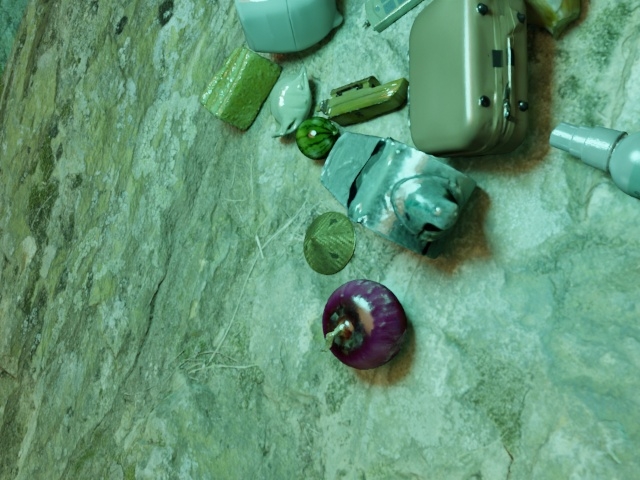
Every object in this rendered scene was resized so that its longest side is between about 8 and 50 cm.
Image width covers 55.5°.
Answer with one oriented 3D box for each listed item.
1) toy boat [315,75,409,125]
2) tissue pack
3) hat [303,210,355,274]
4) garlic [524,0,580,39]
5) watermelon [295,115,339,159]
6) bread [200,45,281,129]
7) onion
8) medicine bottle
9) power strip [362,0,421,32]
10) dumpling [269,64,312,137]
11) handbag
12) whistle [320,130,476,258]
[{"bbox_3d":[0.093,-0.316,1.342,0.226,0.068,0.088,-12,65,36],"label":"toy boat"},{"bbox_3d":[-0.081,-0.623,1.433,0.236,0.229,0.333,-9,70,4],"label":"tissue pack"},{"bbox_3d":[0.000,0.000,1.340,0.146,0.067,0.146,-9,74,36],"label":"hat"},{"bbox_3d":[0.364,-0.467,1.146,0.245,0.145,0.164,20,123,41],"label":"garlic"},{"bbox_3d":[-0.002,-0.232,1.379,0.109,0.109,0.109,-9,74,36],"label":"watermelon"},{"bbox_3d":[-0.202,-0.388,1.541,0.102,0.138,0.196,38,103,26],"label":"bread"},{"bbox_3d":[0.083,0.163,1.190,0.177,0.153,0.177,-14,61,26],"label":"onion"},{"bbox_3d":[0.524,-0.111,0.938,0.352,0.110,0.110,32,99,37],"label":"medicine bottle"},{"bbox_3d":[0.180,-0.545,1.351,0.227,0.029,0.080,-30,63,29],"label":"power strip"},{"bbox_3d":[-0.076,-0.334,1.470,0.134,0.100,0.169,-137,45,-71],"label":"dumpling"},{"bbox_3d":[0.251,-0.298,1.136,0.283,0.149,0.302,-7,85,63],"label":"handbag"},{"bbox_3d":[0.122,-0.110,1.191,0.405,0.188,0.168,32,100,35],"label":"whistle"}]
